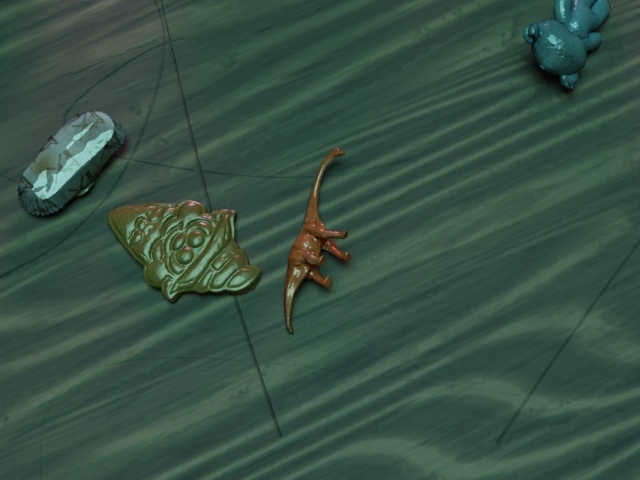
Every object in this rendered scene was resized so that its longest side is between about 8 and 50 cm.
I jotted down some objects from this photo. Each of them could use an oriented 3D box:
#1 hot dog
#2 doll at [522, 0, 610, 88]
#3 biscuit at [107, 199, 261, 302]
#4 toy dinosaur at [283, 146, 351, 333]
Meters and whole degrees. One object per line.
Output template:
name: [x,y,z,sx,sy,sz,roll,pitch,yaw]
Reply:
hot dog: [-0.379,-0.117,1.634,0.099,0.053,0.192,36,79,16]
doll: [0.374,-0.316,1.648,0.120,0.075,0.180,46,54,-13]
biscuit: [-0.203,0.009,1.590,0.250,0.035,0.162,22,69,13]
toy dinosaur: [-0.003,-0.003,1.563,0.101,0.055,0.279,16,73,33]
